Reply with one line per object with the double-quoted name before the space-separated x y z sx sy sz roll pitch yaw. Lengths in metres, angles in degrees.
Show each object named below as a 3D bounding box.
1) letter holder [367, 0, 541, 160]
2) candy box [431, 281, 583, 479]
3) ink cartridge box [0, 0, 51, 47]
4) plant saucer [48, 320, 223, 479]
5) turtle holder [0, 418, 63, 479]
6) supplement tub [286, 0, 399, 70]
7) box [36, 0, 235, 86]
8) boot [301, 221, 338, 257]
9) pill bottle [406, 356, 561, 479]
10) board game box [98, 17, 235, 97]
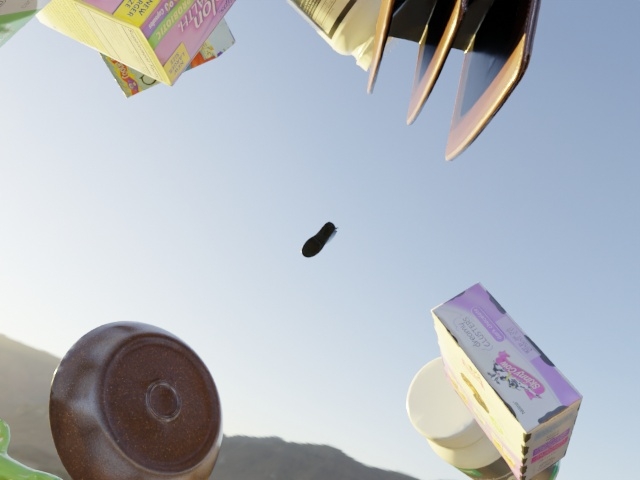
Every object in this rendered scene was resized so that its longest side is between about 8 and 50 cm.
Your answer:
"letter holder" 0.143 -0.239 0.671 0.151 0.215 0.302 11 -9 1
"candy box" 0.211 0.169 0.633 0.165 0.070 0.196 57 -6 39
"ink cartridge box" -0.304 -0.214 0.335 0.198 0.273 0.115 -26 -87 23
"plant saucer" -0.166 0.166 0.544 0.036 0.199 0.198 -32 -52 28
"turtle holder" -0.478 0.359 0.660 0.320 0.228 0.243 35 -52 -29
"supplement tub" 0.041 -0.452 0.937 0.272 0.191 0.191 43 -29 -4
"box" -0.252 -0.363 0.721 0.243 0.214 0.117 28 -14 13
"boot" -0.001 0.000 1.416 0.045 0.121 0.099 41 -4 5
"pill bottle" 0.345 0.396 1.138 0.204 0.204 0.361 -8 -39 43
"board game box" -0.373 -0.478 1.317 0.275 0.144 0.142 -15 -61 22
